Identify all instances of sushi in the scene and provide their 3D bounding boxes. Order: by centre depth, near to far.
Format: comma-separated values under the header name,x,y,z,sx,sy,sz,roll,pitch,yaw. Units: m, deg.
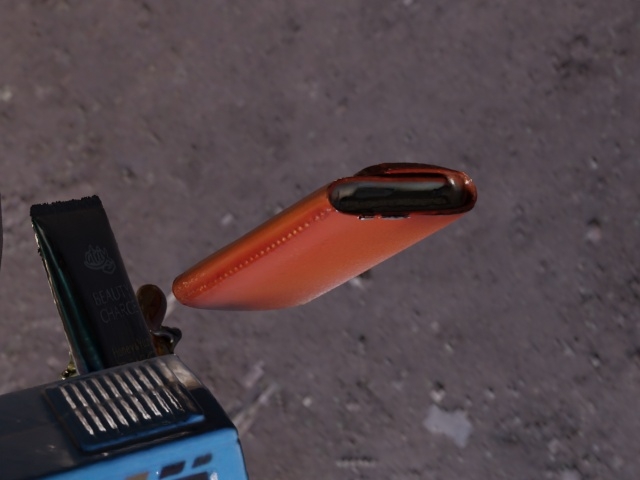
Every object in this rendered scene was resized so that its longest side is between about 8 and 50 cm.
name,x,y,z,sx,sy,sz,roll,pitch,yaw
sushi,-0.192,0.145,1.512,0.097,0.103,0.226,-17,53,47

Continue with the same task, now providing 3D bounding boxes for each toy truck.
name,x,y,z,sx,sy,sz,roll,pitch,yaw
toy truck,-0.245,0.208,1.155,0.385,0.162,0.161,-13,28,-22

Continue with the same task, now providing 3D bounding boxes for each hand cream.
name,x,y,z,sx,sy,sz,roll,pitch,yaw
hand cream,-0.182,0.094,1.401,0.061,0.120,0.270,-20,88,24

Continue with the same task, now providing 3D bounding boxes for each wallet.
name,x,y,z,sx,sy,sz,roll,pitch,yaw
wallet,0.000,0.000,1.197,0.204,0.142,0.045,-31,69,47

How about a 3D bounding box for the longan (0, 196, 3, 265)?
name,x,y,z,sx,sy,sz,roll,pitch,yaw
longan,-0.256,0.001,0.895,0.189,0.189,0.189,-18,49,23
